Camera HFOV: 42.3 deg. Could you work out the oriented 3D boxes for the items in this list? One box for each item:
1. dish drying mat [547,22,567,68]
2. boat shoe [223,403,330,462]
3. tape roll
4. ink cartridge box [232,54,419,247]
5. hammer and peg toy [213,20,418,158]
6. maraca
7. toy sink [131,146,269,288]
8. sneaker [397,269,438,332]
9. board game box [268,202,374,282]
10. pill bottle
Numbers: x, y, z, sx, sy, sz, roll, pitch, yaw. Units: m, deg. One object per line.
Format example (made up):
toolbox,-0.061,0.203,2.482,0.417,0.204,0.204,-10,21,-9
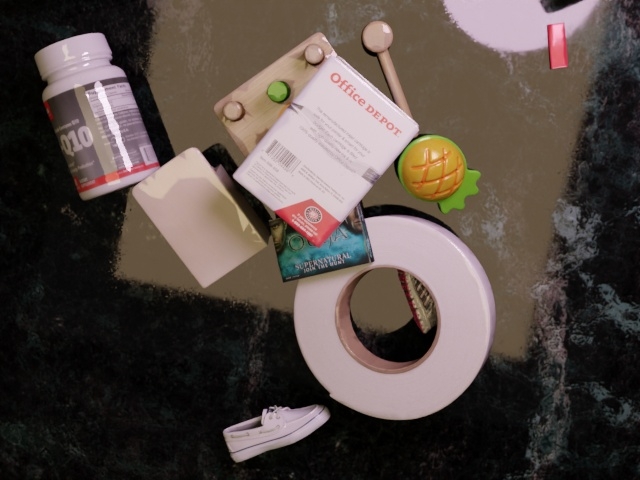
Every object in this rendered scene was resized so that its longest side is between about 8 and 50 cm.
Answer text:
dish drying mat,0.452,-0.371,1.574,0.032,0.008,0.083,-6,99,4
boat shoe,-0.094,0.374,1.667,0.226,0.083,0.075,-27,97,7
tape roll,0.135,0.145,1.571,0.392,0.072,0.391,2,95,21
ink cartridge box,0.012,-0.157,1.444,0.197,0.114,0.273,40,99,-4
hammer and peg toy,0.016,-0.243,1.551,0.361,0.127,0.265,-33,95,7
maraca,0.227,-0.125,1.578,0.186,0.099,0.127,35,105,-29
toy sink,-0.226,-0.055,1.585,0.153,0.131,0.234,-35,103,7
sneaker,0.205,0.093,1.627,0.075,0.063,0.170,-20,92,-6
board game box,0.000,0.000,1.561,0.186,0.026,0.126,-14,88,23
pill bottle,-0.423,-0.231,1.557,0.161,0.161,0.283,-19,97,5
